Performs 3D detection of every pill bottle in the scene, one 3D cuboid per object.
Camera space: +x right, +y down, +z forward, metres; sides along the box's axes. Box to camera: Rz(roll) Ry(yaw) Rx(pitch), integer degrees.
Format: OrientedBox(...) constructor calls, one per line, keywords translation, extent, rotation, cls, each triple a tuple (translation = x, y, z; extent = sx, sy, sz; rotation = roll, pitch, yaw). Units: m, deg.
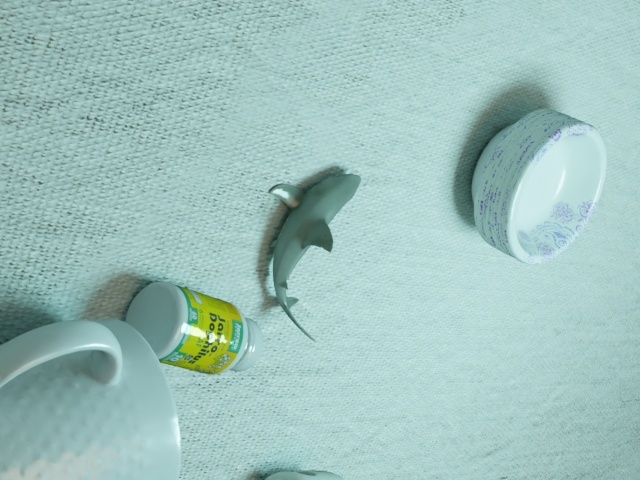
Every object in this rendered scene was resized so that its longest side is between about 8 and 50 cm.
OrientedBox(translation=(-0.185, 0.140, 1.754), extent=(0.208, 0.117, 0.117), rotation=(24, 95, -50), cls="pill bottle")

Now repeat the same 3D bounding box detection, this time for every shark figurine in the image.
OrientedBox(translation=(-0.020, 0.019, 1.856), extent=(0.166, 0.116, 0.278), rotation=(12, 103, -47), cls="shark figurine")

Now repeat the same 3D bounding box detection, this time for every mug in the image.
OrientedBox(translation=(-0.373, 0.234, 1.468), extent=(0.328, 0.276, 0.374), rotation=(-12, 145, -38), cls="mug")

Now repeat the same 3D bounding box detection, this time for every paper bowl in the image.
OrientedBox(translation=(0.395, -0.110, 2.173), extent=(0.284, 0.148, 0.284), rotation=(-25, 130, -33), cls="paper bowl")

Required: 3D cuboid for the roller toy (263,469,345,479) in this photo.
OrientedBox(translation=(-0.024, 0.510, 2.093), extent=(0.146, 0.191, 0.209), rotation=(11, 118, -49), cls="roller toy")
